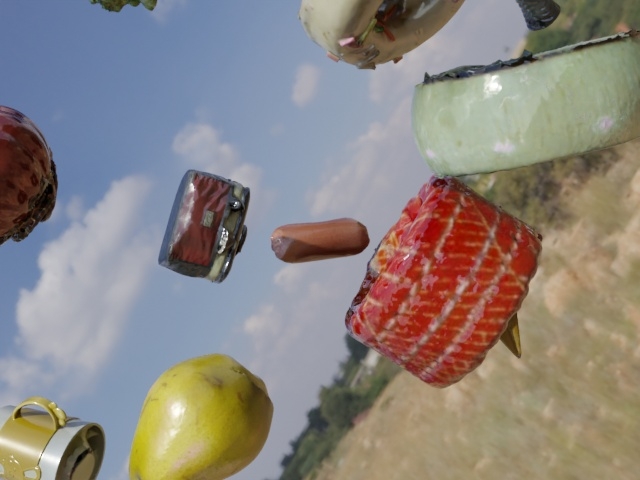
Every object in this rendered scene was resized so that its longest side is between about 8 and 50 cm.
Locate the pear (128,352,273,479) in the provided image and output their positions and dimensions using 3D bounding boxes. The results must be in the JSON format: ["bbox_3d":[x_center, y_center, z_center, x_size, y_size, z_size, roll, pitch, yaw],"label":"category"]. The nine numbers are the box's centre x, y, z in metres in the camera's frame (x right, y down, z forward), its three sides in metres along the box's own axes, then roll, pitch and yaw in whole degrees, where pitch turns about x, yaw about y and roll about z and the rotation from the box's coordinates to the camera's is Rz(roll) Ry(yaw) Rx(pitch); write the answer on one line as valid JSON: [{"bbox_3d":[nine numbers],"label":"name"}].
[{"bbox_3d":[-0.255,0.406,2.015,0.336,0.285,0.285,-63,-5,5],"label":"pear"}]

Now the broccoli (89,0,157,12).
[{"bbox_3d":[-0.237,-0.431,1.171,0.235,0.260,0.288,-25,-48,-36],"label":"broccoli"}]

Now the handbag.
[{"bbox_3d":[-0.263,-0.033,2.238,0.181,0.181,0.254,151,134,-66],"label":"handbag"}]

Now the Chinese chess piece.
[{"bbox_3d":[0.299,-0.195,1.329,0.349,0.349,0.146,-43,-59,-74],"label":"Chinese chess piece"}]

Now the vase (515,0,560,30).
[{"bbox_3d":[0.405,-0.544,1.951,0.115,0.237,0.115,-30,35,24],"label":"vase"}]

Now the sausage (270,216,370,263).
[{"bbox_3d":[0.000,0.000,1.762,0.077,0.194,0.077,173,90,-68],"label":"sausage"}]

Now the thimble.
[{"bbox_3d":[0.213,0.067,1.666,0.350,0.230,0.350,-58,2,3],"label":"thimble"}]

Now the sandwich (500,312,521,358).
[{"bbox_3d":[0.376,0.113,1.887,0.144,0.187,0.117,-43,8,9],"label":"sandwich"}]

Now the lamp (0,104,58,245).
[{"bbox_3d":[-0.479,-0.082,1.346,0.227,0.227,0.227,-60,-5,-9],"label":"lamp"}]

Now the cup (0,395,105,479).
[{"bbox_3d":[-0.590,0.425,1.998,0.185,0.226,0.241,-48,-35,-56],"label":"cup"}]

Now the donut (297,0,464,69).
[{"bbox_3d":[0.142,-0.469,1.736,0.382,0.142,0.382,-30,-20,-12],"label":"donut"}]
